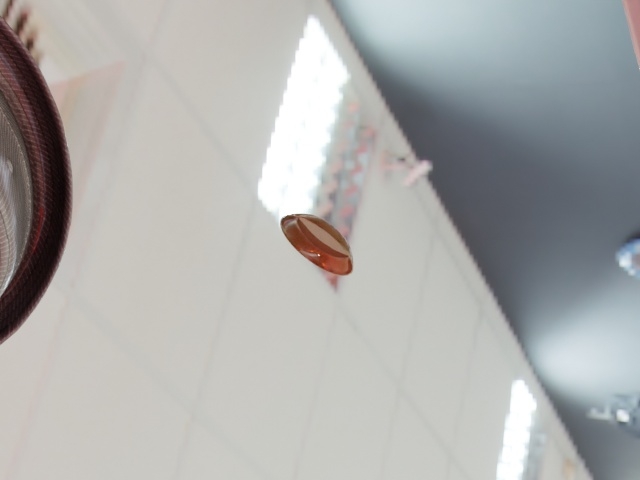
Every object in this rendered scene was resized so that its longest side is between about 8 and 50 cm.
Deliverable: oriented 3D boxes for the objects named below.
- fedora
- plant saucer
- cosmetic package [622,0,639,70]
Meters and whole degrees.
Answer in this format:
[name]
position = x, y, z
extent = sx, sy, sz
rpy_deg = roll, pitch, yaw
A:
[fedora]
position = -0.266, -0.038, 0.795
extent = 0.275, 0.244, 0.124
rpy_deg = 67, 171, -15
[plant saucer]
position = 0.000, 0.000, 1.294
extent = 0.015, 0.083, 0.083
rpy_deg = -52, -39, -22
[cosmetic package]
position = 0.496, -0.356, 1.248
extent = 0.329, 0.394, 0.327
rpy_deg = -36, -64, -38
